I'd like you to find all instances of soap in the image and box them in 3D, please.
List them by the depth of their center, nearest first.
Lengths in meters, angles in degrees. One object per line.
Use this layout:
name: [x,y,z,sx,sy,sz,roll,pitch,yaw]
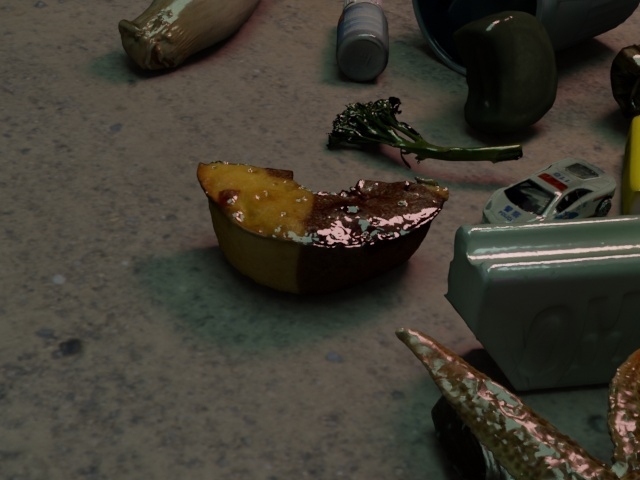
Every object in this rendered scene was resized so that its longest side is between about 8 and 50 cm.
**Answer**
soap: [0.280,0.066,1.190,0.289,0.173,0.095,-3,37,-13]

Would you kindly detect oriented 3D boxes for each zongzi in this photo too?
zongzi: [0.527,-0.283,1.755,0.286,0.134,0.288,-9,32,-22]

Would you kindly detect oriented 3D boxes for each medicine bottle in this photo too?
medicine bottle: [0.068,-0.332,1.797,0.083,0.083,0.203,6,36,0]

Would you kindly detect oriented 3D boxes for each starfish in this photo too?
starfish: [0.242,0.241,0.954,0.398,0.132,0.384,-5,46,-10]

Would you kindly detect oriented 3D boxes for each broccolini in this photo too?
broccolini: [0.150,-0.149,1.571,0.271,0.062,0.123,11,50,17]

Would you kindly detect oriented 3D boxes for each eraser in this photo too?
eraser: [0.486,-0.082,1.515,0.158,0.069,0.226,11,35,10]

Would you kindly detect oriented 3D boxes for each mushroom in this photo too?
mushroom: [-0.187,-0.390,1.812,0.177,0.126,0.397,3,35,13]

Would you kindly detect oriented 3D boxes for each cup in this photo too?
cup: [0.359,-0.435,1.787,0.311,0.331,0.257,-24,81,-38]

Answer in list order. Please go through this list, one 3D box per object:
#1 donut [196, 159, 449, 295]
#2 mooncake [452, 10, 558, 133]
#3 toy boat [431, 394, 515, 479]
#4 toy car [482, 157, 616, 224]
donut: [0.000,0.000,1.302,0.295,0.112,0.151,3,38,-1]
mooncake: [0.257,-0.239,1.624,0.104,0.175,0.168,4,-15,46]
toy boat: [0.157,0.203,1.088,0.066,0.059,0.140,17,28,-33]
toy car: [0.295,-0.053,1.462,0.205,0.056,0.095,-22,45,-34]
